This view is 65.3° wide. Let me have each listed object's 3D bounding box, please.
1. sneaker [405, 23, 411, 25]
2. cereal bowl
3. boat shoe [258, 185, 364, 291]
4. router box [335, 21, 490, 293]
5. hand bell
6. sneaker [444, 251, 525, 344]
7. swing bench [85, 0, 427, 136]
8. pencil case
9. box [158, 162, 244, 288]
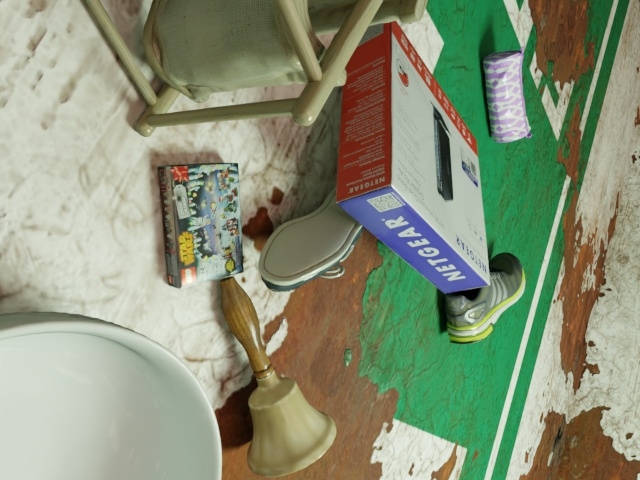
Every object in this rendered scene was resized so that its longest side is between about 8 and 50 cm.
[{"bbox_3d":[0.176,-0.421,0.839,0.042,0.067,0.119,24,78,-47],"label":"sneaker"},{"bbox_3d":[-0.253,0.216,0.401,0.339,0.141,0.339,-11,105,-47],"label":"cereal bowl"},{"bbox_3d":[0.000,0.000,0.690,0.254,0.095,0.079,-50,162,-47],"label":"boat shoe"},{"bbox_3d":[0.156,-0.117,0.777,0.335,0.082,0.301,35,50,-45],"label":"router box"},{"bbox_3d":[-0.075,0.158,0.642,0.126,0.126,0.242,-29,105,-42],"label":"hand bell"},{"bbox_3d":[0.372,0.101,1.122,0.300,0.111,0.121,-40,120,-40],"label":"sneaker"},{"bbox_3d":[-0.057,-0.235,0.466,0.255,0.253,0.165,-48,129,-31],"label":"swing bench"},{"bbox_3d":[0.418,-0.319,1.117,0.086,0.088,0.206,-43,125,-38],"label":"pencil case"},{"bbox_3d":[-0.136,-0.021,0.582,0.094,0.027,0.137,-14,107,-46],"label":"box"}]
